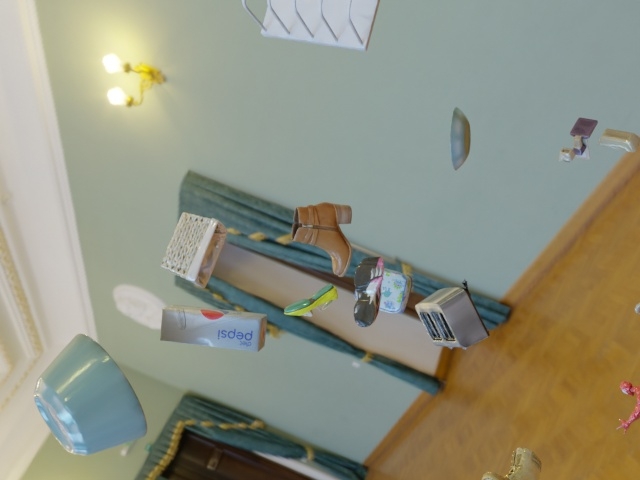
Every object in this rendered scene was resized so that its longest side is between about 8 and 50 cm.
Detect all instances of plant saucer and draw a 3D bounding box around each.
[{"bbox_3d":[0.435,-0.313,1.861,0.195,0.037,0.194,3,-90,-68],"label":"plant saucer"}]

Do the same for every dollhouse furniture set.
[{"bbox_3d":[0.507,-0.153,1.096,0.091,0.114,0.081,-56,-39,-16],"label":"dollhouse furniture set"}]

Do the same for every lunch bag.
[{"bbox_3d":[0.258,0.203,2.499,0.090,0.219,0.176,10,-87,-62],"label":"lunch bag"}]

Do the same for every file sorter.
[{"bbox_3d":[-0.018,-0.584,1.408,0.173,0.278,0.192,20,-96,-71],"label":"file sorter"}]

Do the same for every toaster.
[{"bbox_3d":[0.378,0.220,1.752,0.110,0.185,0.168,-27,2,-20],"label":"toaster"}]

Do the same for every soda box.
[{"bbox_3d":[-0.300,0.245,1.709,0.091,0.286,0.098,-6,-78,-84],"label":"soda box"}]

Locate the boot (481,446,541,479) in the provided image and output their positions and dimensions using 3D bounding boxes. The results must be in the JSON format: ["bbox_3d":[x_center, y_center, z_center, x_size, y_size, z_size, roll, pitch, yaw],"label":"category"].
[{"bbox_3d":[0.707,0.849,2.218,0.095,0.262,0.203,-45,19,50],"label":"boot"}]

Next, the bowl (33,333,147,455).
[{"bbox_3d":[-0.592,0.405,1.508,0.163,0.311,0.311,-32,-25,-36],"label":"bowl"}]

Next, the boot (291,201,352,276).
[{"bbox_3d":[0.000,0.000,1.551,0.073,0.152,0.197,-168,77,-64],"label":"boot"}]

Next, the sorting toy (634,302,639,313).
[{"bbox_3d":[0.907,0.136,1.536,0.196,0.348,0.047,-28,64,31],"label":"sorting toy"}]

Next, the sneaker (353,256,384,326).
[{"bbox_3d":[0.120,0.126,1.501,0.077,0.072,0.178,35,-113,-71],"label":"sneaker"}]

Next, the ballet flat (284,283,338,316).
[{"bbox_3d":[-0.030,0.258,2.424,0.231,0.077,0.077,-28,20,-11],"label":"ballet flat"}]

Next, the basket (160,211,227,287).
[{"bbox_3d":[-0.321,0.022,1.542,0.113,0.103,0.167,73,-145,-76],"label":"basket"}]

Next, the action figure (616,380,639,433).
[{"bbox_3d":[0.871,0.463,1.513,0.091,0.280,0.139,-26,-39,-41],"label":"action figure"}]
